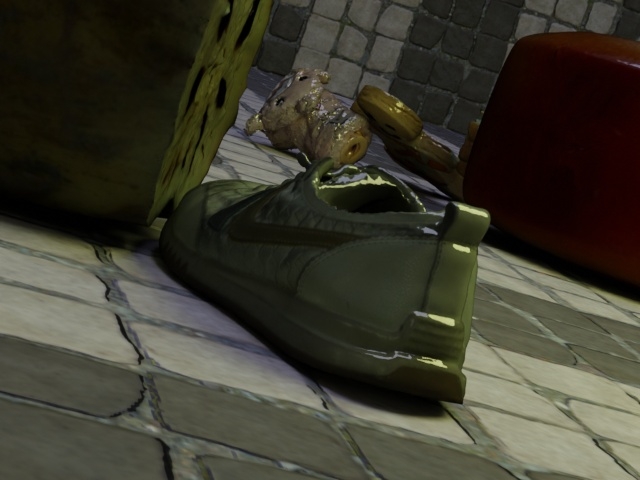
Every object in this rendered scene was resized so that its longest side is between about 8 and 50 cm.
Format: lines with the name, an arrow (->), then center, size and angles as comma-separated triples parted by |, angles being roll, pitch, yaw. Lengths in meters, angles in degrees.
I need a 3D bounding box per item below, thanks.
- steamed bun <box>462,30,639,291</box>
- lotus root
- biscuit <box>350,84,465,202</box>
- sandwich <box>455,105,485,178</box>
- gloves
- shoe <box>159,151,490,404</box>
steamed bun -> 0.312, -0.075, 1.450 | 0.379, 0.235, 0.248 | 25, 8, 37
lotus root -> -0.207, -0.152, 0.870 | 0.346, 0.250, 0.250 | 15, 8, 2
biscuit -> 0.100, -0.117, 1.718 | 0.153, 0.030, 0.234 | 31, -7, 24
sandwich -> 0.269, -0.124, 2.164 | 0.288, 0.099, 0.254 | 12, 17, -37
gloves -> -0.008, -0.140, 1.673 | 0.144, 0.094, 0.110 | 20, 52, 20
shoe -> 0.000, 0.000, 0.778 | 0.103, 0.098, 0.275 | 17, 6, -34
